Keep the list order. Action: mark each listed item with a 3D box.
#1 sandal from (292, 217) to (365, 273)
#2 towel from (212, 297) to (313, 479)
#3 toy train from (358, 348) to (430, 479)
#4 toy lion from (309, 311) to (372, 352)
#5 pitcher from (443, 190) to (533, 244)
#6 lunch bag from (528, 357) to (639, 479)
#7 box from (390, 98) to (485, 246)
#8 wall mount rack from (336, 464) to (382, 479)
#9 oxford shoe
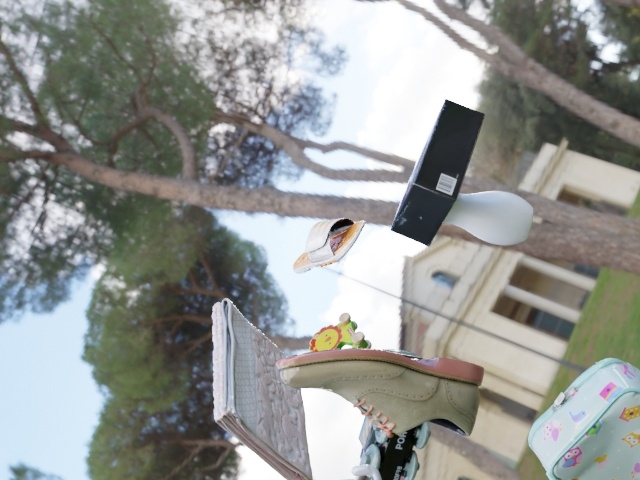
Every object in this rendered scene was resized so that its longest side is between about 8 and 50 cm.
[{"bbox_3d":[-0.005,0.008,1.867,0.265,0.076,0.102,-28,24,51],"label":"sandal"},{"bbox_3d":[-0.123,0.325,1.825,0.317,0.053,0.332,50,-160,-38],"label":"towel"},{"bbox_3d":[0.174,0.416,1.989,0.190,0.142,0.334,-124,46,-70],"label":"toy train"},{"bbox_3d":[0.028,0.175,1.443,0.096,0.100,0.034,-38,-56,0],"label":"toy lion"},{"bbox_3d":[0.391,-0.061,2.021,0.178,0.207,0.125,-39,-39,-85],"label":"pitcher"},{"bbox_3d":[0.483,0.326,1.375,0.224,0.279,0.108,-50,28,18],"label":"lunch bag"},{"bbox_3d":[0.255,-0.148,1.843,0.184,0.103,0.261,106,-173,-56],"label":"box"},{"bbox_3d":[-0.054,0.445,1.334,0.350,0.304,0.130,41,-148,-76],"label":"wall mount rack"},{"bbox_3d":[0.098,0.242,1.330,0.123,0.348,0.130,140,136,-71],"label":"oxford shoe"}]
